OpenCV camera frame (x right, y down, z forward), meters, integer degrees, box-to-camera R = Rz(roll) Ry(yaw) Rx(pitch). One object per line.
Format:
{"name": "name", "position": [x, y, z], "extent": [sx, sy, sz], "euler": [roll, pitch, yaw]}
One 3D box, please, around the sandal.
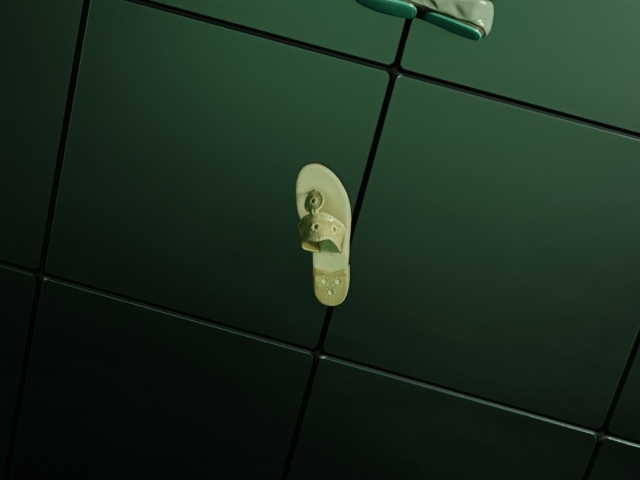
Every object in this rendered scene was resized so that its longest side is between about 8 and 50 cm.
{"name": "sandal", "position": [0.006, -0.001, 1.693], "extent": [0.088, 0.079, 0.240], "euler": [-5, 107, 9]}

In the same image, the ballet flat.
{"name": "ballet flat", "position": [0.156, -0.360, 1.574], "extent": [0.213, 0.072, 0.068], "euler": [17, 82, 1]}
